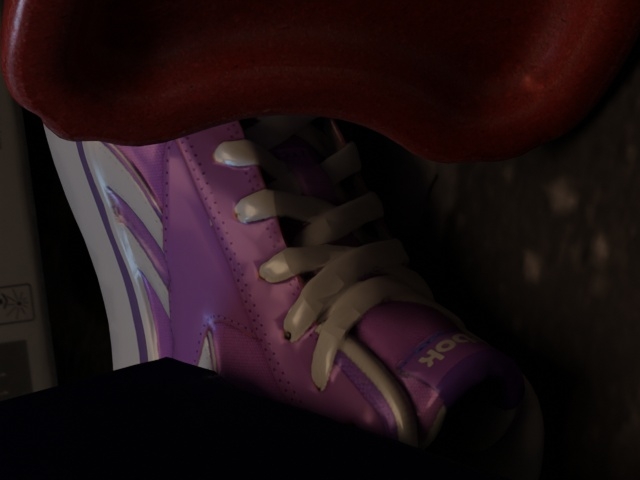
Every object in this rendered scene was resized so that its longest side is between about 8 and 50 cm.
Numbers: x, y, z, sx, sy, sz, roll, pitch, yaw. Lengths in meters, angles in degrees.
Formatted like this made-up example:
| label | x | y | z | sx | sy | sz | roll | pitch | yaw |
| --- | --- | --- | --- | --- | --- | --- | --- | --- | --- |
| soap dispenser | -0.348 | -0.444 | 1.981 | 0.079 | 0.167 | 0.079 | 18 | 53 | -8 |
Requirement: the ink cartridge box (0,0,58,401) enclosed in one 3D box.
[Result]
| label | x | y | z | sx | sy | sz | roll | pitch | yaw |
| --- | --- | --- | --- | --- | --- | --- | --- | --- | --- |
| ink cartridge box | -0.164 | 0.028 | 0.787 | 0.239 | 0.060 | 0.275 | 115 | 147 | -69 |

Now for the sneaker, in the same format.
| label | x | y | z | sx | sy | sz | roll | pitch | yaw |
| --- | --- | --- | --- | --- | --- | --- | --- | --- | --- |
| sneaker | 0.001 | 0.000 | 0.524 | 0.161 | 0.102 | 0.282 | -8 | 92 | 51 |

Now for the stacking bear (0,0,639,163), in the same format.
| label | x | y | z | sx | sy | sz | roll | pitch | yaw |
| --- | --- | --- | --- | --- | --- | --- | --- | --- | --- |
| stacking bear | -0.013 | -0.185 | 0.500 | 0.164 | 0.175 | 0.289 | 114 | 150 | -45 |

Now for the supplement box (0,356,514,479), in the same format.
| label | x | y | z | sx | sy | sz | roll | pitch | yaw |
| --- | --- | --- | --- | --- | --- | --- | --- | --- | --- |
| supplement box | -0.046 | 0.235 | 0.416 | 0.194 | 0.195 | 0.356 | 13 | 109 | 45 |
